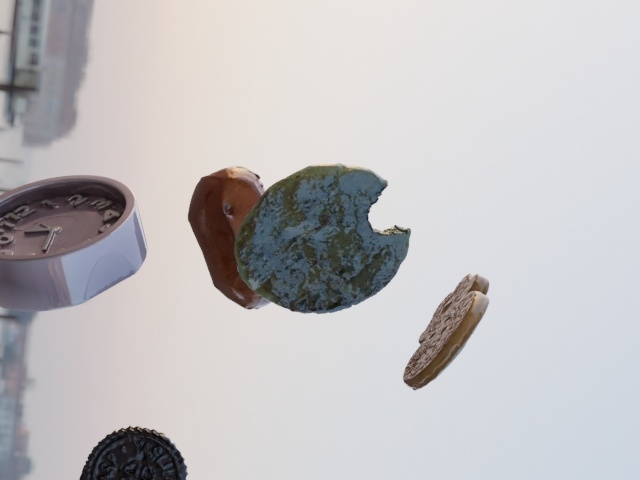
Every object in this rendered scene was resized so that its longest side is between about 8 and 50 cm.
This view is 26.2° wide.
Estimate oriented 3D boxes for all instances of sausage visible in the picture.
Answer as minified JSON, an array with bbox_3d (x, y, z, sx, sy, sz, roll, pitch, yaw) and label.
[{"bbox_3d":[-0.147,-0.002,2.526,0.141,0.153,0.268,-10,-80,60],"label":"sausage"}]

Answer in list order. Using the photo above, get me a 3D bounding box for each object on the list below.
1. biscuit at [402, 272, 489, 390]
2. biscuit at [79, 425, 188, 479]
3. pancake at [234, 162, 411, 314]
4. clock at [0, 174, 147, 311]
[{"bbox_3d":[0.219,0.152,2.328,0.202,0.044,0.288,-50,-177,23],"label":"biscuit"},{"bbox_3d":[-0.328,0.424,2.429,0.053,0.194,0.194,131,-36,-83],"label":"biscuit"},{"bbox_3d":[0.000,0.000,1.898,0.037,0.254,0.253,-114,-148,-53],"label":"pancake"},{"bbox_3d":[-0.298,0.000,1.553,0.197,0.197,0.068,-106,-173,-60],"label":"clock"}]
